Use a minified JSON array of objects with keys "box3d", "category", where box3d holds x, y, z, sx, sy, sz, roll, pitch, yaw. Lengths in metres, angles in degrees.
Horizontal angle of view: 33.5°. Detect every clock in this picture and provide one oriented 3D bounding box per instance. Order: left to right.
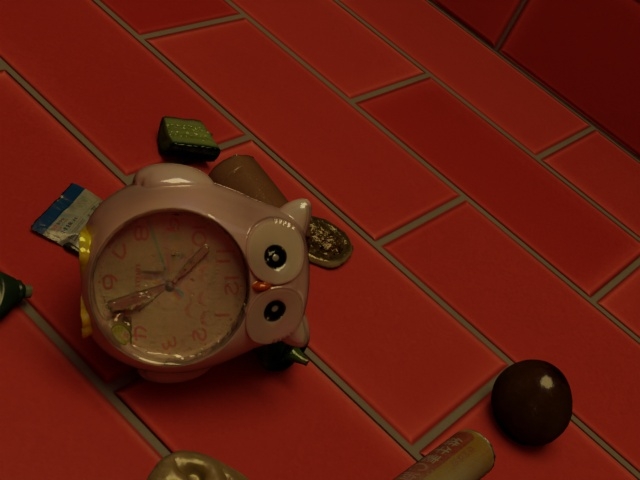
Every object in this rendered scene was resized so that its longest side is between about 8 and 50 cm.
[{"box3d":[-0.206,0.053,1.787,0.376,0.368,0.250,0,10,-8],"category":"clock"}]

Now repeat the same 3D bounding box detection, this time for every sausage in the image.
[{"box3d":[-0.121,-0.053,2.165,0.123,0.123,0.253,-10,50,-40],"category":"sausage"}]

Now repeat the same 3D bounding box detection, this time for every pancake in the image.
[{"box3d":[0.000,0.001,2.259,0.151,0.025,0.152,17,36,-13],"category":"pancake"}]

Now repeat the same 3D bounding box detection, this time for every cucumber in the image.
[{"box3d":[-0.290,-0.213,2.302,0.115,0.062,0.116,7,33,-28],"category":"cucumber"}]

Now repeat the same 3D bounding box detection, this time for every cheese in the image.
[{"box3d":[-0.183,0.416,1.557,0.235,0.117,0.218,7,39,-24],"category":"cheese"}]

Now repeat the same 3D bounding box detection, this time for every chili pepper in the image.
[{"box3d":[-0.120,0.144,1.945,0.270,0.099,0.136,42,27,24],"category":"chili pepper"}]

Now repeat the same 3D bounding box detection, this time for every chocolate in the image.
[{"box3d":[0.415,0.303,2.046,0.176,0.177,0.177,18,37,-14],"category":"chocolate"}]

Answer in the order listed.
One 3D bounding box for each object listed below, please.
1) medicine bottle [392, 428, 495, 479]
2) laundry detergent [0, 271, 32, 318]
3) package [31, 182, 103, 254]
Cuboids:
[{"box3d":[0.143,0.436,1.762,0.108,0.108,0.426,43,37,20],"category":"medicine bottle"},{"box3d":[-0.578,0.093,1.747,0.210,0.063,0.137,4,46,-33],"category":"laundry detergent"},{"box3d":[-0.435,-0.029,2.015,0.173,0.027,0.171,28,39,1],"category":"package"}]
